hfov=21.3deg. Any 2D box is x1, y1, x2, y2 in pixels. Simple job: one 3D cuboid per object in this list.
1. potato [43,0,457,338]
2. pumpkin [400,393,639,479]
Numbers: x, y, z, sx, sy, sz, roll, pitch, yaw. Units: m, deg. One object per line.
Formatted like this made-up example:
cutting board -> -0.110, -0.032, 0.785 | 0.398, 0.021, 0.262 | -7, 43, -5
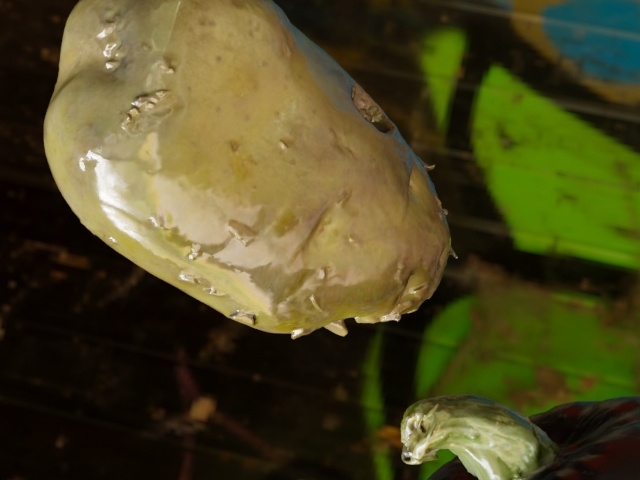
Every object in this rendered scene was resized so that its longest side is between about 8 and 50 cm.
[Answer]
potato -> -0.043, -0.046, 1.076 | 0.141, 0.296, 0.192 | -22, 40, 58
pumpkin -> 0.167, 0.205, 1.155 | 0.296, 0.296, 0.296 | 12, -90, -77
